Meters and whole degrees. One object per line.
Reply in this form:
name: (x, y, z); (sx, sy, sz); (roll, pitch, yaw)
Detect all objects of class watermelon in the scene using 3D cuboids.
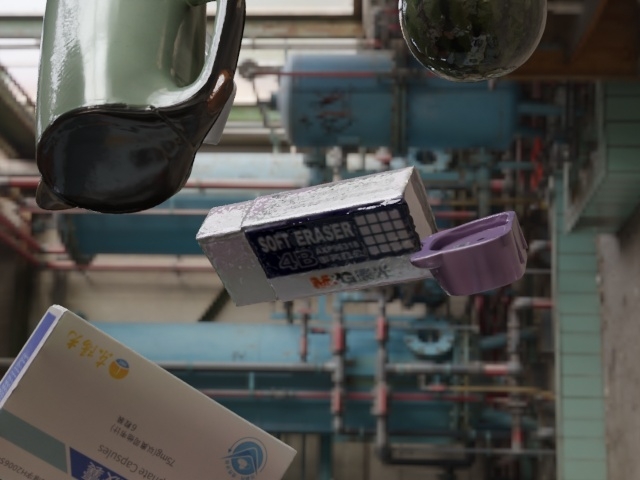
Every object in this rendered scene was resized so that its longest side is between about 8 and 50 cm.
watermelon: (0.211, -0.327, 1.603); (0.212, 0.212, 0.212); (0, -90, -87)

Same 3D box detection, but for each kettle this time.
kettle: (-0.172, -0.169, 1.104); (0.165, 0.240, 0.255); (43, -148, -39)

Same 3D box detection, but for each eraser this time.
eraser: (0.000, 0.000, 1.443); (0.130, 0.287, 0.086); (64, -152, -29)

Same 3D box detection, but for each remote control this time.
remote control: (-0.179, -0.241, 1.762); (0.103, 0.034, 0.250); (-67, 26, 25)

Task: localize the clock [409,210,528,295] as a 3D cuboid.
clock: (0.158, 0.017, 1.201); (0.153, 0.110, 0.050); (-42, -65, -73)

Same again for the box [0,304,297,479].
box: (-0.218, 0.246, 1.346); (0.200, 0.343, 0.065); (-58, 23, -8)
